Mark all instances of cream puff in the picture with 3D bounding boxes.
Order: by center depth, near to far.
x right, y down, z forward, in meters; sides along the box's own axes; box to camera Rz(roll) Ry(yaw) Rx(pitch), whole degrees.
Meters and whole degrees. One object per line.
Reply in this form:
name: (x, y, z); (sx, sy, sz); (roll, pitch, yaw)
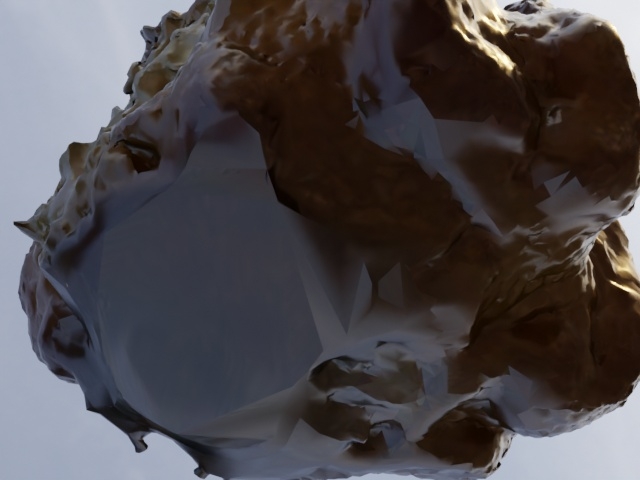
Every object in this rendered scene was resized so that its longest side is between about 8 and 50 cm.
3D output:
cream puff: (0.000, 0.000, 0.508); (0.241, 0.269, 0.155); (66, -148, -31)
